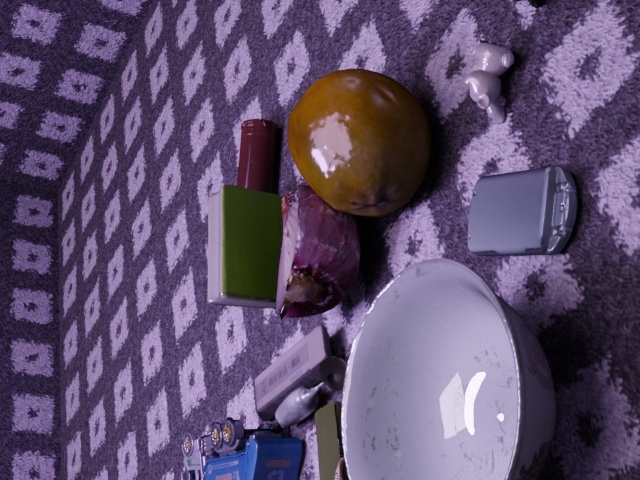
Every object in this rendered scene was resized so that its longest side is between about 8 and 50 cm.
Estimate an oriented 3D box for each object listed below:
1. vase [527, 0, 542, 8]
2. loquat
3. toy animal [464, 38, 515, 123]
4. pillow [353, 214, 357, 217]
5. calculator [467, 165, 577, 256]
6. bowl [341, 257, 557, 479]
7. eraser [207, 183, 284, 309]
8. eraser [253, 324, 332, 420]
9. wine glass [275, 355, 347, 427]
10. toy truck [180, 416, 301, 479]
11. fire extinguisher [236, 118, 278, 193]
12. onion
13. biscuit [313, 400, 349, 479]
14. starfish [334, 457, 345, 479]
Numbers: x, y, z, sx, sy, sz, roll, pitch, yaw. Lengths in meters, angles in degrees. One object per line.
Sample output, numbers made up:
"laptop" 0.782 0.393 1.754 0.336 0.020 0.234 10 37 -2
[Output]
"vase" 0.365 -0.516 1.565 0.115 0.115 0.237 47 118 56
"loquat" 0.069 -0.186 1.809 0.276 0.276 0.284 -47 45 43
"toy animal" 0.292 -0.277 1.633 0.085 0.071 0.124 25 94 41
"pillow" 0.056 -0.149 2.032 0.130 0.038 0.232 -50 42 37
"calculator" 0.317 -0.044 1.527 0.246 0.045 0.141 -5 76 60
"bowl" 0.226 0.255 1.428 0.435 0.196 0.435 -31 53 53
"eraser" -0.154 0.022 2.170 0.092 0.210 0.274 -33 54 50
"eraser" -0.062 0.295 2.057 0.352 0.061 0.089 -45 44 44
"wine glass" -0.025 0.326 1.968 0.262 0.074 0.074 -49 40 50
"toy truck" -0.183 0.493 2.115 0.367 0.146 0.175 -27 61 54
"fire extinguisher" -0.156 -0.164 2.361 0.105 0.105 0.269 -20 62 57
"onion" 0.000 0.000 1.965 0.348 0.159 0.267 -93 16 -53
"biscuit" 0.032 0.476 1.850 0.099 0.038 0.322 -46 43 49
"starfish" 0.075 0.511 1.717 0.138 0.050 0.247 -22 63 36
